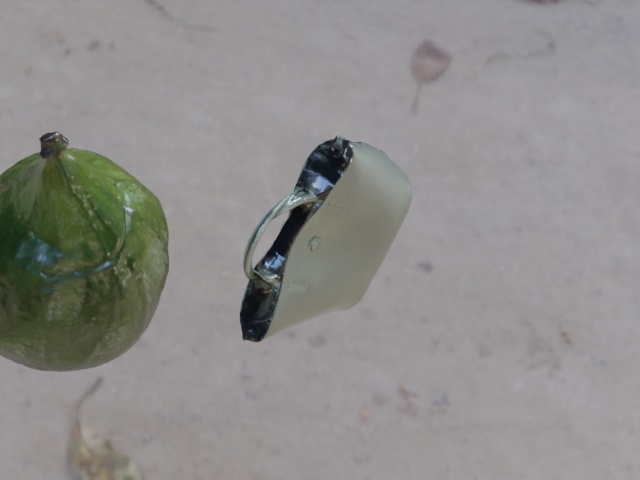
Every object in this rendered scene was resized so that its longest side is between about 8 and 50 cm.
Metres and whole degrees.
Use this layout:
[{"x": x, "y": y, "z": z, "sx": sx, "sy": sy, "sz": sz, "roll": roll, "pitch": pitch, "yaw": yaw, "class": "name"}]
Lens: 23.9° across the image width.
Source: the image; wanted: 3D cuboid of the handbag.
[{"x": 0.000, "y": 0.000, "z": 1.654, "sx": 0.109, "sy": 0.241, "sz": 0.315, "roll": 27, "pitch": 9, "yaw": 10, "class": "handbag"}]

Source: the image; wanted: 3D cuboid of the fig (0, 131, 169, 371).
[{"x": -0.228, "y": 0.000, "z": 1.316, "sx": 0.203, "sy": 0.235, "sz": 0.203, "roll": 2, "pitch": 68, "yaw": -4, "class": "fig"}]
